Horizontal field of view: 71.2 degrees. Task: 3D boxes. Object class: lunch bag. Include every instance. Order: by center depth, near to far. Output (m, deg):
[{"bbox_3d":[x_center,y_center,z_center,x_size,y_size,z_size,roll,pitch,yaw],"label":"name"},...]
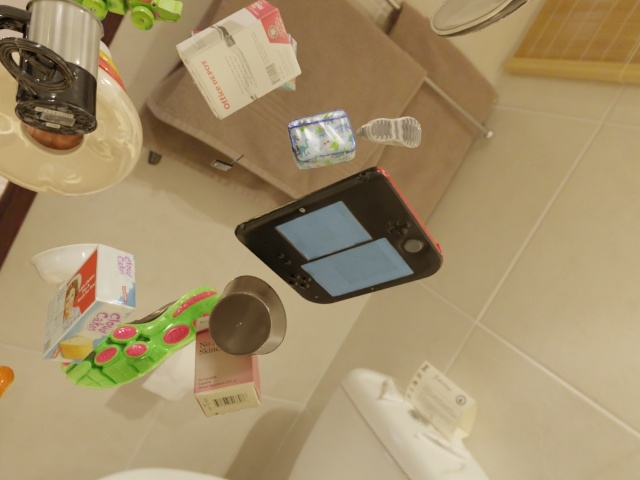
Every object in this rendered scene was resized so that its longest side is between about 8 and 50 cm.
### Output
[{"bbox_3d":[0.002,-0.344,1.515,0.219,0.176,0.090,-11,-16,-3],"label":"lunch bag"}]

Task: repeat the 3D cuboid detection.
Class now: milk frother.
[{"bbox_3d":[-0.295,-0.211,0.498,0.143,0.135,0.129,-11,-14,33],"label":"milk frother"}]

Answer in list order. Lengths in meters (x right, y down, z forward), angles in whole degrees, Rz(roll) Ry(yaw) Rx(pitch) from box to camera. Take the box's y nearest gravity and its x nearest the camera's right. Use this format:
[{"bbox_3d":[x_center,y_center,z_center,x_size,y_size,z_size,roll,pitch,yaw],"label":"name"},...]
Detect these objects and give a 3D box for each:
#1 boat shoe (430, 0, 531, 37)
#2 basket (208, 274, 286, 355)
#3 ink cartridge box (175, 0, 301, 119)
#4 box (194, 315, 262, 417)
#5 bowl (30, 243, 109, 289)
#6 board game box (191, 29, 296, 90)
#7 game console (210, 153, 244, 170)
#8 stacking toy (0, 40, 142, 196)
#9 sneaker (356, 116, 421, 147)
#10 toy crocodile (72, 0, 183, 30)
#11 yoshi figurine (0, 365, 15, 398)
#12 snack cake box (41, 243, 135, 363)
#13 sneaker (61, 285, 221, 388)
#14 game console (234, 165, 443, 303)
[{"bbox_3d":[0.406,-0.532,0.966,0.095,0.335,0.112,22,45,-58],"label":"boat shoe"},{"bbox_3d":[-0.164,0.174,1.000,0.204,0.154,0.227,63,-4,4],"label":"basket"},{"bbox_3d":[-0.175,-0.391,0.973,0.092,0.218,0.159,53,-7,39],"label":"ink cartridge box"},{"bbox_3d":[-0.243,0.317,1.177,0.148,0.127,0.232,-11,43,-5],"label":"box"},{"bbox_3d":[-1.018,0.122,1.850,0.298,0.297,0.134,14,58,-68],"label":"bowl"},{"bbox_3d":[-0.216,-0.521,1.306,0.275,0.142,0.144,4,15,4],"label":"board game box"},{"bbox_3d":[-0.391,-0.337,1.874,0.107,0.071,0.122,17,-8,-24],"label":"game console"},{"bbox_3d":[-0.606,-0.369,1.090,0.350,0.350,0.480,25,31,-34],"label":"stacking toy"},{"bbox_3d":[0.254,-0.397,1.622,0.281,0.105,0.115,0,8,-37],"label":"sneaker"},{"bbox_3d":[-0.579,-0.706,1.304,0.340,0.115,0.105,8,-31,-8],"label":"toy crocodile"},{"bbox_3d":[-0.853,0.219,0.957,0.203,0.203,0.362,23,-29,42],"label":"yoshi figurine"},{"bbox_3d":[-0.533,0.151,1.029,0.089,0.264,0.152,25,36,-42],"label":"snack cake box"},{"bbox_3d":[-0.513,0.305,1.358,0.185,0.482,0.202,63,-31,11],"label":"sneaker"},{"bbox_3d":[0.049,0.017,1.019,0.342,0.386,0.060,43,38,-40],"label":"game console"}]
